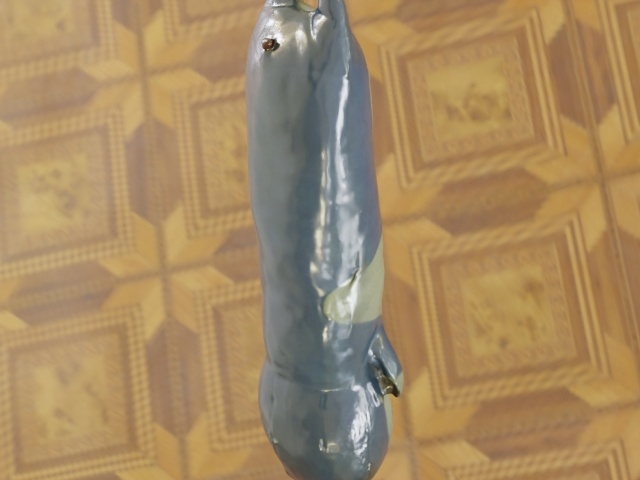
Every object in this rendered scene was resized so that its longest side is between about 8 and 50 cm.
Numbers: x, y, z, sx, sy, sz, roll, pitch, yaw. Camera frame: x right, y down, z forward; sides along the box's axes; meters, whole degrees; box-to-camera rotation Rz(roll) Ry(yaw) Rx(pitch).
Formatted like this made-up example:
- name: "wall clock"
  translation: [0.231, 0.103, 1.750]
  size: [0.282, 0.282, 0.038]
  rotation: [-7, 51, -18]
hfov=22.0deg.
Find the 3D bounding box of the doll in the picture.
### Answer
- name: "doll"
  translation: [0.000, 0.000, 0.350]
  size: [0.027, 0.125, 0.037]
  rotation: [-15, 30, -24]
